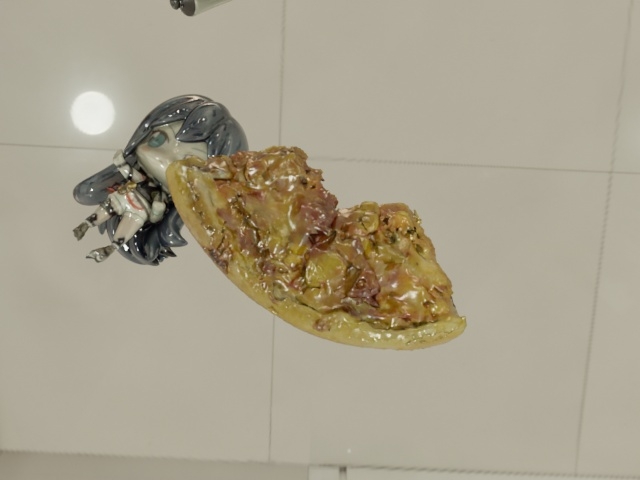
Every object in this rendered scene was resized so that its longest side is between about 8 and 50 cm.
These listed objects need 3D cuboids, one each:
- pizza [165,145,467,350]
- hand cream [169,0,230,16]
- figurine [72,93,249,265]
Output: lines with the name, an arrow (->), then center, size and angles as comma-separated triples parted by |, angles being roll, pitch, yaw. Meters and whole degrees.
pizza -> 0.000, 0.000, 0.767 | 0.305, 0.085, 0.161 | 27, 71, -1
hand cream -> -0.136, -0.369, 1.198 | 0.186, 0.054, 0.087 | -36, 93, -31
figurine -> -0.214, -0.077, 1.163 | 0.265, 0.197, 0.175 | -39, 103, -3
